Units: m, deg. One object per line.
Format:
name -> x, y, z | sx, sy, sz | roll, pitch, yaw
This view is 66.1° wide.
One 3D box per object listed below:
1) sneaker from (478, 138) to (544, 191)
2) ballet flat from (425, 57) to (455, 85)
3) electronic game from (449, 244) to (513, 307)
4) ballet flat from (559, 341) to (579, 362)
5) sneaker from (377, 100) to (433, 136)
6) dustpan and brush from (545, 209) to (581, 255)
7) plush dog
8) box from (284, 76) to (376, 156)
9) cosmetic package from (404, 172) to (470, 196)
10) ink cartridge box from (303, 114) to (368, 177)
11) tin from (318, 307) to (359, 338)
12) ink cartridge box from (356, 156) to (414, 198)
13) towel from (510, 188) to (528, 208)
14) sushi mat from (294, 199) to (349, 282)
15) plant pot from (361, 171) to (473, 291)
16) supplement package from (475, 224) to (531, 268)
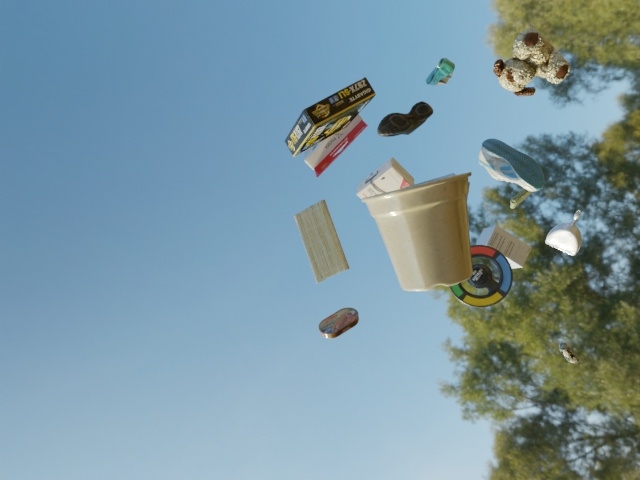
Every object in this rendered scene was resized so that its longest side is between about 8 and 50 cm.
sneaker -> 0.590, -0.222, 1.524 | 0.087, 0.229, 0.092 | -29, -33, -19
ballet flat -> 0.522, -0.715, 2.131 | 0.083, 0.087, 0.247 | -60, 2, 1
electronic game -> 0.576, 0.129, 1.785 | 0.048, 0.229, 0.229 | 11, -88, -74
ballet flat -> 0.926, 0.430, 1.834 | 0.114, 0.041, 0.041 | 47, -120, -16
sneaker -> 0.376, -0.517, 2.215 | 0.286, 0.109, 0.130 | -23, -18, -18
dustpan and brush -> 1.135, -0.048, 2.245 | 0.060, 0.147, 0.211 | -41, -32, -33
plush dog -> 0.806, -0.696, 1.946 | 0.262, 0.225, 0.210 | 33, -145, -19
box -> 0.024, -0.428, 1.743 | 0.257, 0.322, 0.079 | -31, -89, -18
cosmetic package -> 0.429, -0.155, 1.828 | 0.238, 0.107, 0.127 | -18, -53, -19
ink cartridge box -> 0.055, -0.417, 2.053 | 0.066, 0.261, 0.296 | 41, -76, -18
tin -> 0.080, 0.354, 2.114 | 0.189, 0.106, 0.040 | -27, -52, -23
ink cartridge box -> 0.291, -0.243, 2.219 | 0.158, 0.218, 0.092 | 40, -145, -22
towel -> 0.842, -0.195, 2.030 | 0.148, 0.027, 0.110 | -44, -21, 7
sushi mat -> 0.000, 0.000, 1.952 | 0.019, 0.151, 0.316 | 19, -133, -58
plant pot -> 0.321, -0.020, 1.490 | 0.334, 0.334, 0.305 | -18, -85, -47
supplement package -> 1.014, 0.039, 2.739 | 0.244, 0.139, 0.134 | 30, -103, -6
